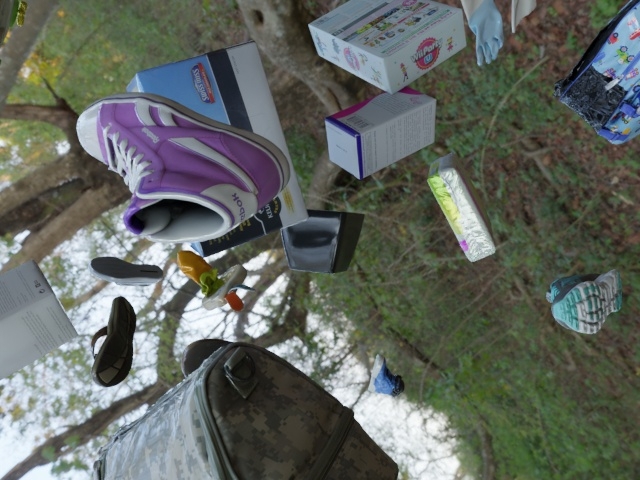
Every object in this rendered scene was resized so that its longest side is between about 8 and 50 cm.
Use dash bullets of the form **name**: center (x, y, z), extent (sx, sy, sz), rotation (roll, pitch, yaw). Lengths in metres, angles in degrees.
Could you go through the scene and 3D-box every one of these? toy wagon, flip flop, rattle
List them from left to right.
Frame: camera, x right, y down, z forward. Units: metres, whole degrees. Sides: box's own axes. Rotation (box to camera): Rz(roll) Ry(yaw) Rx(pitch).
- **toy wagon**: center (-0.821, -0.572, 1.358), extent (0.068, 0.267, 0.344), rotation (17, -162, -21)
- **flip flop**: center (-0.520, 0.249, 1.335), extent (0.277, 0.080, 0.112), rotation (-104, -4, -51)
- **rattle**: center (-0.224, 0.075, 1.143), extent (0.143, 0.130, 0.199), rotation (63, 172, -11)

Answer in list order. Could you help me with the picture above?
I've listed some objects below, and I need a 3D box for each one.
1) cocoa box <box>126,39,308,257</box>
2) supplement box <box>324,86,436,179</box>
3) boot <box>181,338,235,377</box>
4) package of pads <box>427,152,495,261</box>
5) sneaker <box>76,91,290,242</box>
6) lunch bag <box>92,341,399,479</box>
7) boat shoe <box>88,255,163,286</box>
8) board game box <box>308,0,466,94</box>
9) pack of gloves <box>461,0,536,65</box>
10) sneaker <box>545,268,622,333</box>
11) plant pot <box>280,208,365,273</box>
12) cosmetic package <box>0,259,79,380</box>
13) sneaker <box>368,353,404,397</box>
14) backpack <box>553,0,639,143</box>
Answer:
- **cocoa box**: center (-0.208, -0.175, 1.069), extent (0.231, 0.228, 0.347), rotation (20, 129, 65)
- **supplement box**: center (0.133, -0.239, 1.171), extent (0.111, 0.220, 0.114), rotation (41, 151, 42)
- **boot**: center (-0.163, 0.243, 1.031), extent (0.115, 0.112, 0.305), rotation (30, 176, 41)
- **package of pads**: center (0.437, -0.112, 1.671), extent (0.297, 0.101, 0.229), rotation (60, -158, -12)
- **sneaker**: center (-0.192, -0.081, 0.591), extent (0.282, 0.161, 0.102), rotation (16, 131, 21)
- **lunch bag**: center (-0.107, 0.279, 0.631), extent (0.256, 0.305, 0.212), rotation (50, -145, 2)
- **boat shoe**: center (-0.591, 0.109, 1.630), extent (0.226, 0.076, 0.083), rotation (15, -137, -39)
- **board game box**: center (0.149, -0.481, 1.265), extent (0.303, 0.224, 0.097), rotation (44, 164, 44)
- **pack of gloves**: center (0.331, -0.435, 0.951), extent (0.046, 0.195, 0.232), rotation (31, 171, 36)
- **sneaker**: center (0.314, 0.075, 0.672), extent (0.166, 0.076, 0.065), rotation (-6, -88, -46)
- **plant pot**: center (0.000, 0.000, 1.469), extent (0.188, 0.167, 0.187), rotation (6, -177, 20)
- **cosmetic package**: center (-0.819, 0.234, 1.317), extent (0.155, 0.365, 0.197), rotation (42, 149, 32)
- **sneaker**: center (0.166, 0.330, 1.306), extent (0.084, 0.058, 0.152), rotation (14, 138, 10)
- **backpack**: center (0.394, -0.222, 0.642), extent (0.117, 0.158, 0.173), rotation (53, 160, 18)
